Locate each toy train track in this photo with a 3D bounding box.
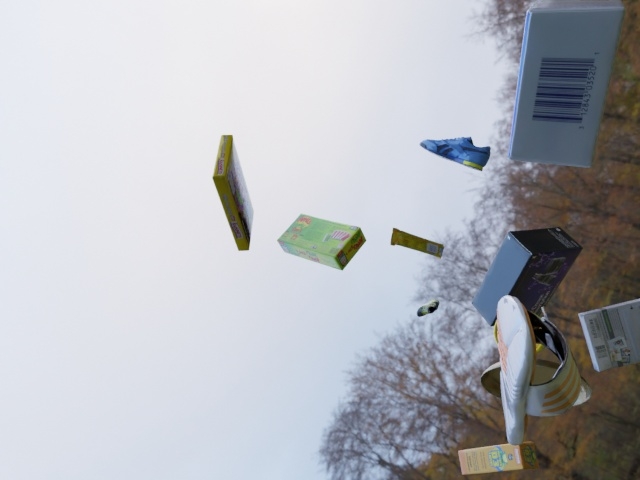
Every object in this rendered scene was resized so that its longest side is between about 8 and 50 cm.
[{"bbox_3d":[0.561,0.200,1.283,0.014,0.083,0.048,-20,-7,-5],"label":"toy train track"}]

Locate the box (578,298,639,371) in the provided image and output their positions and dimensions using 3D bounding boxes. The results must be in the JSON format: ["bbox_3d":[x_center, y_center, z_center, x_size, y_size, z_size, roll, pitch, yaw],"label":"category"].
[{"bbox_3d":[0.745,0.225,1.279,0.038,0.186,0.145,8,-114,-82],"label":"box"}]

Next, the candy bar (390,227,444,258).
[{"bbox_3d":[0.224,0.009,1.199,0.162,0.018,0.040,16,-99,-31],"label":"candy bar"}]

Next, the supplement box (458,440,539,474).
[{"bbox_3d":[0.534,0.662,1.594,0.080,0.233,0.077,16,-123,-33],"label":"supplement box"}]

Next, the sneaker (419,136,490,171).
[{"bbox_3d":[0.390,-0.269,1.523,0.069,0.209,0.082,3,-71,-59],"label":"sneaker"}]

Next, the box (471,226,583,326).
[{"bbox_3d":[0.550,0.098,1.420,0.185,0.103,0.261,-4,-50,-22],"label":"box"}]

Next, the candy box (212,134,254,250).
[{"bbox_3d":[-0.155,-0.082,0.962,0.205,0.027,0.105,82,-174,-53],"label":"candy box"}]

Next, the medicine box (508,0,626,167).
[{"bbox_3d":[0.464,-0.313,1.000,0.289,0.149,0.263,-48,-38,-53],"label":"medicine box"}]

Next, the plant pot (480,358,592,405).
[{"bbox_3d":[0.491,0.325,1.209,0.236,0.237,0.032,64,-145,-46],"label":"plant pot"}]

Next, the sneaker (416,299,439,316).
[{"bbox_3d":[0.323,0.209,1.593,0.083,0.031,0.035,-41,11,29],"label":"sneaker"}]

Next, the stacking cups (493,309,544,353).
[{"bbox_3d":[0.444,0.200,1.137,0.316,0.096,0.095,19,-89,-63],"label":"stacking cups"}]

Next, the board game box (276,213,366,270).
[{"bbox_3d":[0.000,0.000,1.151,0.092,0.181,0.043,-49,-48,-25],"label":"board game box"}]

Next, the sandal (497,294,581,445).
[{"bbox_3d":[0.239,0.147,0.578,0.265,0.076,0.101,67,-159,-48],"label":"sandal"}]
